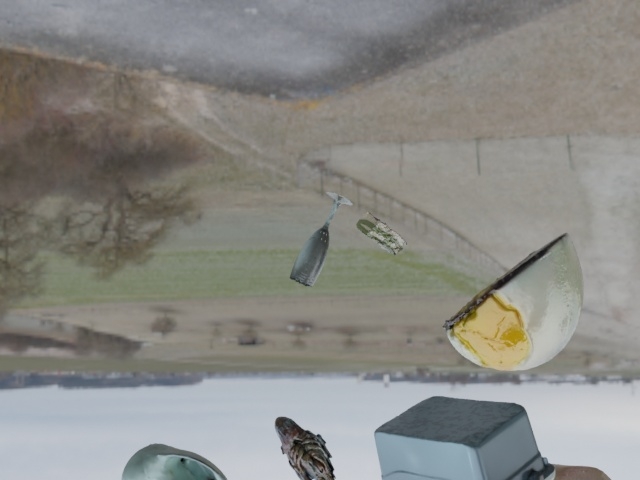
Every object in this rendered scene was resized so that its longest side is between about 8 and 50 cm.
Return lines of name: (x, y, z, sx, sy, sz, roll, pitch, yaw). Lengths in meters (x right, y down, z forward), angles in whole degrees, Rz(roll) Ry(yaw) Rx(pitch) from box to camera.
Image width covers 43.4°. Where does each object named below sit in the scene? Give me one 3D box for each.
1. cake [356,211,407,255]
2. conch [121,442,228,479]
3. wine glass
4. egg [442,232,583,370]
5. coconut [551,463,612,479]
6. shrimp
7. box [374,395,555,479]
cake: (0.146, -0.007, 1.804, 0.140, 0.051, 0.055, 35, -174, -30)
conch: (-0.259, 0.455, 1.493, 0.221, 0.121, 0.185, 19, 130, 5)
wine glass: (0.000, 0.000, 1.662, 0.066, 0.198, 0.066, 24, 172, 4)
egg: (0.434, 0.152, 1.684, 0.337, 0.201, 0.337, -36, 173, -5)
coconut: (0.404, 0.534, 1.383, 0.297, 0.298, 0.309, 5, 173, -33)
shrimp: (-0.015, 0.461, 1.684, 0.090, 0.233, 0.079, -39, 172, -18)
box: (0.189, 0.303, 1.111, 0.162, 0.130, 0.227, -21, -172, -39)
